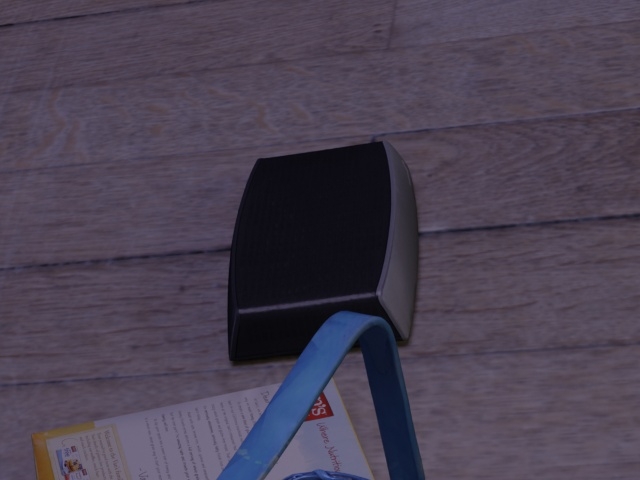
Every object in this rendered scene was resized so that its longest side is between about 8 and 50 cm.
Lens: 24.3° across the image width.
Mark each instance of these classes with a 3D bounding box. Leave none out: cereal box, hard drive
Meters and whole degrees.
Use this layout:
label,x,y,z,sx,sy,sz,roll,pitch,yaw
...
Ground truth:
label,x,y,z,sx,sy,sz,roll,pitch,yaw
cereal box,-0.083,0.187,1.092,0.240,0.047,0.173,-10,36,-9
hard drive,0.000,0.000,1.331,0.172,0.054,0.254,-7,37,9

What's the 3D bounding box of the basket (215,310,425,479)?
label,x,y,z,sx,sy,sz,roll,pitch,yaw
basket,-0.002,0.216,0.842,0.201,0.289,0.254,8,44,36
